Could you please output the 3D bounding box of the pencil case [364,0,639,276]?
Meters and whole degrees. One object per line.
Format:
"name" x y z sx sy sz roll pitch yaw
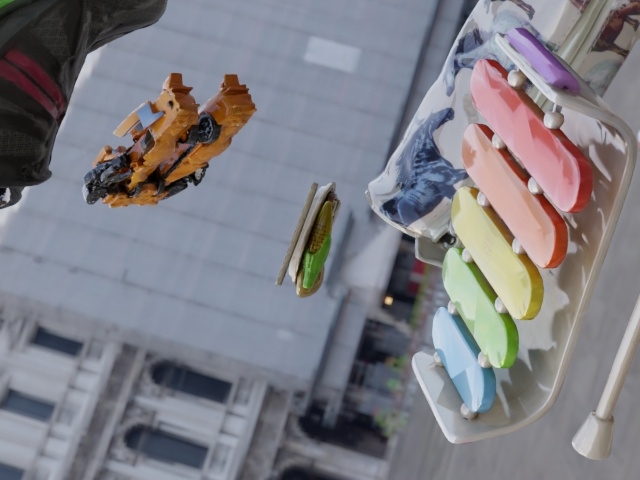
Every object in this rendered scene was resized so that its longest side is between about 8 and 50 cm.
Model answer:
"pencil case" 0.204 -0.163 1.245 0.410 0.160 0.183 -59 25 20

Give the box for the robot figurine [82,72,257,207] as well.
"robot figurine" -0.232 -0.139 1.924 0.291 0.211 0.085 -37 67 42

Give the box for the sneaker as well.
"sneaker" -0.319 -0.141 1.219 0.483 0.185 0.202 -41 -54 -40

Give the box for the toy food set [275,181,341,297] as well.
"toy food set" 0.000 0.000 1.433 0.192 0.038 0.132 1 -71 -84

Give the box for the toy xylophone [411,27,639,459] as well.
"toy xylophone" 0.159 0.015 0.964 0.236 0.081 0.323 -124 40 -63

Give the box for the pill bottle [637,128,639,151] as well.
"pill bottle" 0.397 -0.018 1.284 0.124 0.124 0.221 -48 -57 -80
